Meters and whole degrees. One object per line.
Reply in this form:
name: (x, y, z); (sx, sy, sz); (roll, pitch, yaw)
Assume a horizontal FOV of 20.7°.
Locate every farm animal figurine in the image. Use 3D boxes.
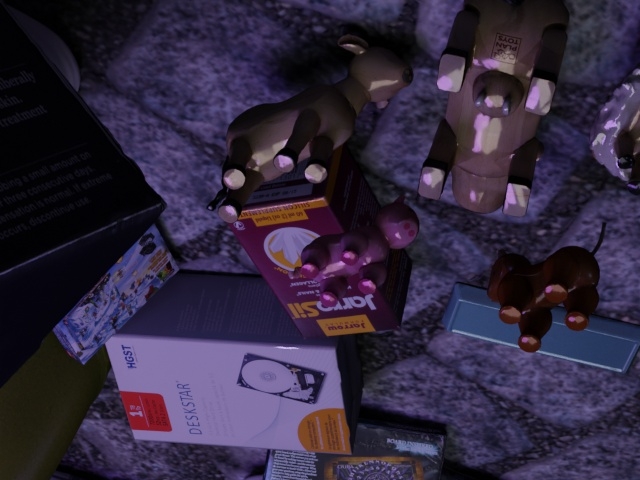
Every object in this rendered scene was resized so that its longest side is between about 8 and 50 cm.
farm animal figurine: (0.108, -0.086, 1.409); (0.330, 0.172, 0.327); (27, 127, -4)

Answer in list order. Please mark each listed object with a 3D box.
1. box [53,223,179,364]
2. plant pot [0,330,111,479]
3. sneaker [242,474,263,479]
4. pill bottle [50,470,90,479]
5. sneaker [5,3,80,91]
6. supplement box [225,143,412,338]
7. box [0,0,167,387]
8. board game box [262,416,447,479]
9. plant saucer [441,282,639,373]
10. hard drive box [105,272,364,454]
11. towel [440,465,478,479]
box: (-0.203, 0.039, 1.661); (0.027, 0.137, 0.094); (27, 153, 38)
plant pot: (-0.403, 0.175, 1.703); (0.366, 0.353, 0.366); (8, 140, 7)
sneaker: (0.012, 0.386, 2.002); (0.104, 0.147, 0.296); (-24, 128, 38)
pill bottle: (-0.269, 0.339, 2.056); (0.180, 0.108, 0.108); (18, 141, -5)
sneaker: (-0.268, -0.079, 1.520); (0.114, 0.152, 0.305); (3, 139, 16)
supplement box: (0.000, 0.000, 1.593); (0.104, 0.081, 0.188); (-8, 137, 24)
box: (-0.460, -0.035, 1.299); (0.472, 0.297, 0.480); (51, 123, 8)
board game box: (0.033, 0.248, 1.856); (0.186, 0.026, 0.126); (9, 102, -5)
plant saucer: (0.215, 0.088, 1.689); (0.192, 0.018, 0.067); (13, 141, -1)
hard drive box: (-0.082, 0.124, 1.756); (0.232, 0.089, 0.181); (2, 139, 11)
towel: (0.054, 0.382, 1.932); (0.312, 0.056, 0.324); (22, 101, -8)
